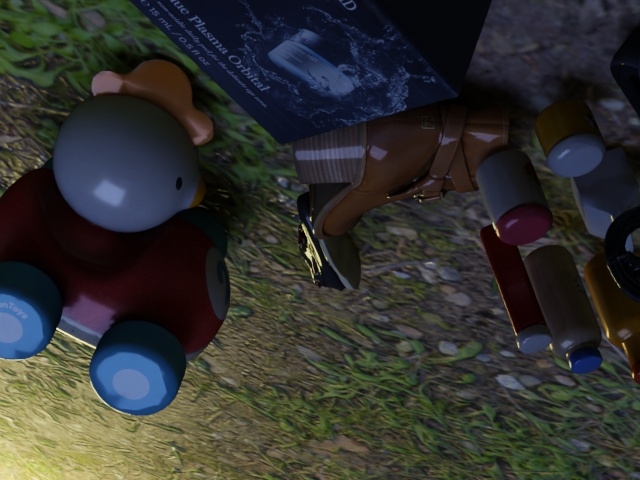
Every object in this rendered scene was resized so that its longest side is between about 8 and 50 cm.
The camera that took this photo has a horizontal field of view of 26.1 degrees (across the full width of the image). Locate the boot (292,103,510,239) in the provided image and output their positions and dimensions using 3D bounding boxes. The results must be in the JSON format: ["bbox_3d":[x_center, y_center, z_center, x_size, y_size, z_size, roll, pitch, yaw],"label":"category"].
[{"bbox_3d":[0.065,-0.048,1.008,0.152,0.073,0.197,-3,168,5],"label":"boot"}]

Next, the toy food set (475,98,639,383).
[{"bbox_3d":[0.176,0.016,0.957,0.111,0.105,0.232,-18,145,5],"label":"toy food set"}]

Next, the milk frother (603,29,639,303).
[{"bbox_3d":[0.223,-0.047,0.822,0.129,0.143,0.135,5,150,40],"label":"milk frother"}]

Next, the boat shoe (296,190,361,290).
[{"bbox_3d":[0.000,0.002,1.150,0.042,0.049,0.133,2,151,17],"label":"boat shoe"}]

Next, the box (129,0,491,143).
[{"bbox_3d":[-0.006,-0.153,0.851,0.158,0.093,0.156,-12,137,43],"label":"box"}]

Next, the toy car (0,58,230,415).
[{"bbox_3d":[-0.144,-0.031,1.096,0.210,0.219,0.238,26,122,-7],"label":"toy car"}]
